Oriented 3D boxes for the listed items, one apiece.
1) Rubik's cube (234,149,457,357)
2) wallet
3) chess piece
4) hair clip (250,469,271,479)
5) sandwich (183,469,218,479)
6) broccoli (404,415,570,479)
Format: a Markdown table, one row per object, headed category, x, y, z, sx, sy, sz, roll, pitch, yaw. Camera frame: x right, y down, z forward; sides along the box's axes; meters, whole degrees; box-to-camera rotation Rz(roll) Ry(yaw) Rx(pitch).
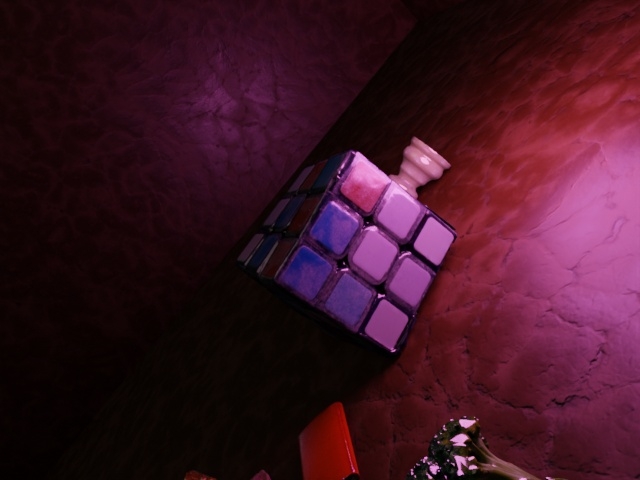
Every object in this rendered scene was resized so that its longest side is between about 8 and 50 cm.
| category | x | y | z | sx | sy | sz | roll | pitch | yaw |
| --- | --- | --- | --- | --- | --- | --- | --- | --- | --- |
| Rubik's cube | 0.047 | 0.032 | 1.205 | 0.362 | 0.363 | 0.359 | -58 | 18 | -10 |
| wallet | 0.013 | 0.449 | 1.010 | 0.142 | 0.045 | 0.204 | -48 | 20 | 12 |
| chess piece | 0.252 | -0.167 | 1.459 | 0.251 | 0.144 | 0.144 | -52 | 20 | 14 |
| hair clip | -0.140 | 0.596 | 1.100 | 0.123 | 0.102 | 0.138 | -45 | -11 | 10 |
| sandwich | -0.283 | 0.640 | 1.104 | 0.292 | 0.109 | 0.212 | -75 | -6 | -71 |
| broccoli | 0.214 | 0.354 | 0.557 | 0.269 | 0.269 | 0.254 | -39 | 28 | 27 |
